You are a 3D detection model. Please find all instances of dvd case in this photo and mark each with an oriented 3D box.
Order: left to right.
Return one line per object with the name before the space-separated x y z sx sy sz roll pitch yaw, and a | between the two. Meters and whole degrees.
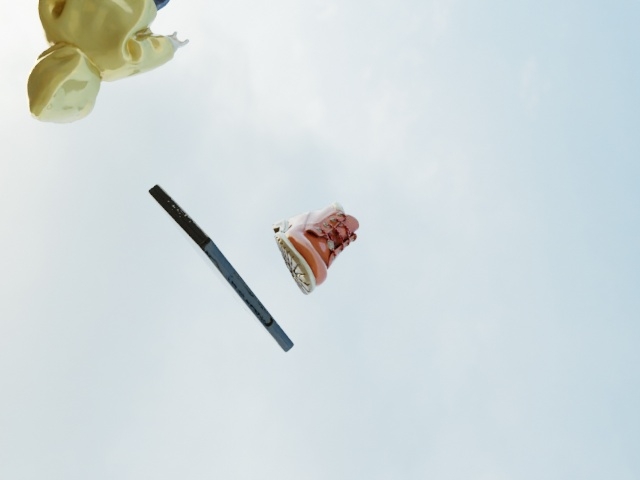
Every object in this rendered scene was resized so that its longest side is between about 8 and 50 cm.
dvd case | -0.139 0.041 1.213 0.022 0.253 0.180 -41 -137 -9

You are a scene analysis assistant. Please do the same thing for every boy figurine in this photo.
boy figurine | -0.242 -0.251 0.982 0.285 0.177 0.092 -66 -169 -11

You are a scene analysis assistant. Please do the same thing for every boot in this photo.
boot | 0.000 0.000 0.841 0.084 0.158 0.059 -22 -71 2
